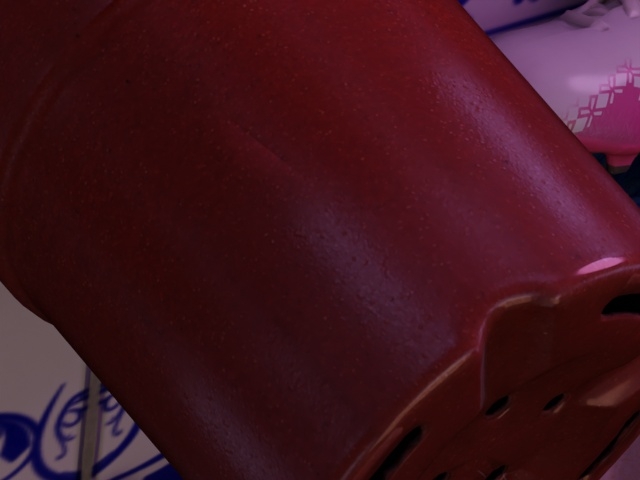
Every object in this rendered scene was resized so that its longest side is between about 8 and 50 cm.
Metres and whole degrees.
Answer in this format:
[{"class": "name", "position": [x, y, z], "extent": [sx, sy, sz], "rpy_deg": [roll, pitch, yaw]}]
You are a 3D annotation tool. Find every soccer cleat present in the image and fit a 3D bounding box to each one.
[{"class": "soccer cleat", "position": [0.204, -0.128, 0.830], "extent": [0.331, 0.116, 0.143], "rpy_deg": [-9, 121, -44]}]

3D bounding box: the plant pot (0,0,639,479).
[{"class": "plant pot", "position": [0.000, 0.000, 0.599], "extent": [0.272, 0.265, 0.272], "rpy_deg": [-28, 147, -20]}]

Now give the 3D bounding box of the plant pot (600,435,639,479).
[{"class": "plant pot", "position": [0.389, 0.230, 1.123], "extent": [0.334, 0.333, 0.305], "rpy_deg": [-1, 162, -47]}]

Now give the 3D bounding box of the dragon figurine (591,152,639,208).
[{"class": "dragon figurine", "position": [0.214, -0.022, 0.929], "extent": [0.289, 0.144, 0.085], "rpy_deg": [-18, 131, -32]}]
